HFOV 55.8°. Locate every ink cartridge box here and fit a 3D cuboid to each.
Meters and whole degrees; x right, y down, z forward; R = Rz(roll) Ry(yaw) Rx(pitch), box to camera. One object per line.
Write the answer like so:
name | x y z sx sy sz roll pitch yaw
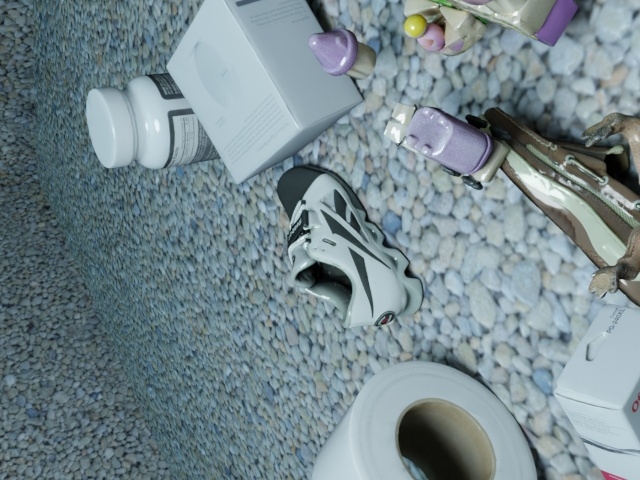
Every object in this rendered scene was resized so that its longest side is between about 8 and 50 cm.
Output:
ink cartridge box | 0.288 0.149 0.549 0.063 0.109 0.150 6 138 54

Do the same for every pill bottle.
pill bottle | -0.251 -0.214 1.067 0.162 0.278 0.162 26 123 48

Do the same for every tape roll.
tape roll | 0.126 0.302 0.779 0.246 0.246 0.169 53 140 27

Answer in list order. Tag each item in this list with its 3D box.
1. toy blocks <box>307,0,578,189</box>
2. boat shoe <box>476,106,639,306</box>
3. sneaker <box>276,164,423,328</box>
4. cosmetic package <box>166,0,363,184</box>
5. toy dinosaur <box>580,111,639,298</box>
toy blocks | 0.061 -0.254 0.547 0.288 0.260 0.309 39 112 39
boat shoe | 0.259 -0.057 0.595 0.095 0.095 0.257 -44 62 15
sneaker | 0.000 0.000 0.923 0.330 0.146 0.122 48 140 35
cosmetic package | -0.091 -0.240 0.920 0.224 0.138 0.225 -26 94 56
toy dinosaur | 0.319 -0.016 0.459 0.127 0.200 0.296 -47 23 47
